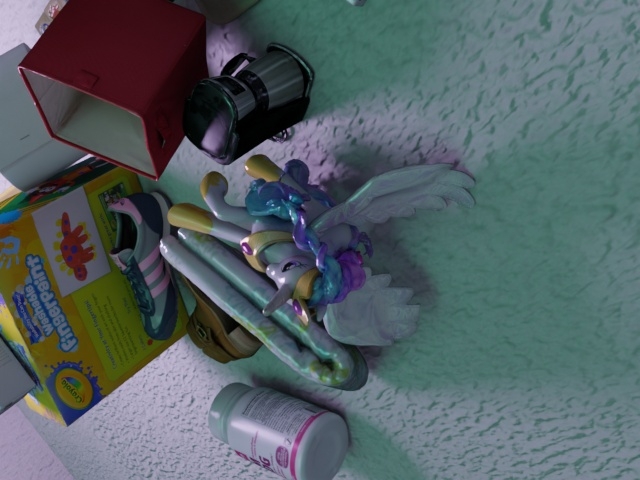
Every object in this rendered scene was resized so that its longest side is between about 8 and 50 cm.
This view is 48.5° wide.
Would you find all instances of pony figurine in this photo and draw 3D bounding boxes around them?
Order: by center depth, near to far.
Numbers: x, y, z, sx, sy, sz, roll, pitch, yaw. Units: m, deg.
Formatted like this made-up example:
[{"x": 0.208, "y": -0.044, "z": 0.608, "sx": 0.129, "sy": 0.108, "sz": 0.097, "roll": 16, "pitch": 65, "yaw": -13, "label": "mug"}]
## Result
[{"x": 0.000, "y": 0.000, "z": 1.018, "sx": 0.363, "sy": 0.351, "sz": 0.302, "roll": 39, "pitch": 126, "yaw": 45, "label": "pony figurine"}]

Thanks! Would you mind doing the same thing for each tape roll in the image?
[{"x": -0.583, "y": -0.240, "z": 1.400, "sx": 0.246, "sy": 0.169, "sz": 0.246, "roll": 57, "pitch": 174, "yaw": 9, "label": "tape roll"}]

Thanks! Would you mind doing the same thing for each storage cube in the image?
[{"x": -0.290, "y": -0.239, "z": 1.047, "sx": 0.215, "sy": 0.193, "sz": 0.183, "roll": 23, "pitch": 156, "yaw": 6, "label": "storage cube"}]

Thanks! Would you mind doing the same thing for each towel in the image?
[{"x": -0.082, "y": 0.126, "z": 1.218, "sx": 0.374, "sy": 0.090, "sz": 0.320, "roll": 38, "pitch": 178, "yaw": 15, "label": "towel"}]

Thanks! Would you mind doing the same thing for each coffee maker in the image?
[{"x": -0.107, "y": -0.187, "z": 1.068, "sx": 0.120, "sy": 0.178, "sz": 0.171, "roll": 21, "pitch": 131, "yaw": 32, "label": "coffee maker"}]

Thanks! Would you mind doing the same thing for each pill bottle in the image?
[{"x": -0.096, "y": 0.408, "z": 1.520, "sx": 0.283, "sy": 0.160, "sz": 0.160, "roll": 12, "pitch": 126, "yaw": 38, "label": "pill bottle"}]

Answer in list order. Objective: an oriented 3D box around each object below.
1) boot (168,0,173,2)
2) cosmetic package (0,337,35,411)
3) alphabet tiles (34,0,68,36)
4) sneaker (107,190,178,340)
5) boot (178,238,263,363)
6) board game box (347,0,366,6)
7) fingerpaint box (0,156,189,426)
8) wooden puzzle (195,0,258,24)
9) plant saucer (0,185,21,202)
[{"x": -0.164, "y": -0.364, "z": 0.967, "sx": 0.137, "sy": 0.077, "sz": 0.198, "roll": 44, "pitch": 145, "yaw": 2, "label": "boot"}, {"x": -0.677, "y": 0.231, "z": 1.415, "sx": 0.231, "sy": 0.085, "sz": 0.117, "roll": 52, "pitch": 143, "yaw": -2, "label": "cosmetic package"}, {"x": -0.395, "y": -0.317, "z": 1.276, "sx": 0.343, "sy": 0.011, "sz": 0.285, "roll": -23, "pitch": 102, "yaw": 49, "label": "alphabet tiles"}, {"x": -0.378, "y": 0.061, "z": 1.471, "sx": 0.112, "sy": 0.131, "sz": 0.318, "roll": 0, "pitch": 98, "yaw": 41, "label": "sneaker"}, {"x": -0.237, "y": 0.138, "z": 1.510, "sx": 0.283, "sy": 0.109, "sz": 0.220, "roll": 46, "pitch": 144, "yaw": -5, "label": "boot"}, {"x": -0.025, "y": -0.438, "z": 0.810, "sx": 0.305, "sy": 0.053, "sz": 0.193, "roll": 36, "pitch": 114, "yaw": 3, "label": "board game box"}, {"x": -0.518, "y": 0.098, "z": 1.517, "sx": 0.163, "sy": 0.371, "sz": 0.444, "roll": 9, "pitch": 126, "yaw": 38, "label": "fingerpaint box"}, {"x": -0.137, "y": -0.492, "z": 0.943, "sx": 0.348, "sy": 0.080, "sz": 0.322, "roll": -17, "pitch": 107, "yaw": 48, "label": "wooden puzzle"}, {"x": -0.655, "y": -0.010, "z": 1.789, "sx": 0.333, "sy": 0.081, "sz": 0.332, "roll": -16, "pitch": 107, "yaw": 47, "label": "plant saucer"}]
